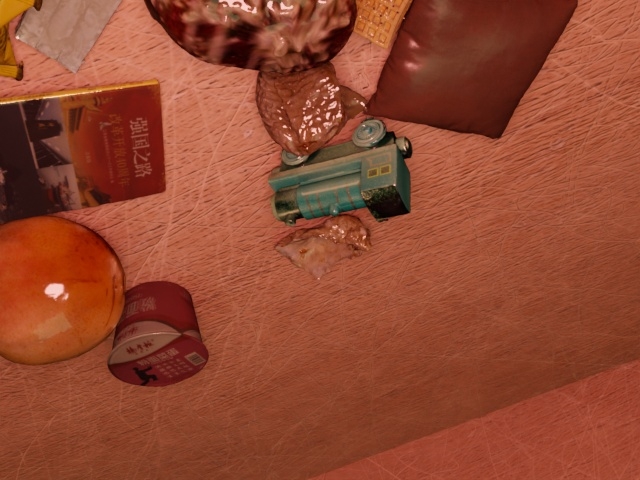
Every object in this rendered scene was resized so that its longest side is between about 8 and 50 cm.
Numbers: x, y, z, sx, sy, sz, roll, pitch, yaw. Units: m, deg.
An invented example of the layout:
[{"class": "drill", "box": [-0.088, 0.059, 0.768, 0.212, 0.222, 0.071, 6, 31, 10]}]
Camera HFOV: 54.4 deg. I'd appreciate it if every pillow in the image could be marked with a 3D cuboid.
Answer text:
[{"class": "pillow", "box": [0.267, -0.335, 1.153, 0.308, 0.108, 0.305, 6, 134, -17]}]

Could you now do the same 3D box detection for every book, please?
[{"class": "book", "box": [-0.473, -0.155, 1.134, 0.374, 0.028, 0.262, -13, 139, -22]}]

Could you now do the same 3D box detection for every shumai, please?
[{"class": "shumai", "box": [-0.009, -0.245, 1.131, 0.166, 0.206, 0.175, -30, 159, 25]}]

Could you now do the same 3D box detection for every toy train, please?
[{"class": "toy train", "box": [0.036, -0.120, 1.232, 0.298, 0.194, 0.120, -11, 142, 22]}]

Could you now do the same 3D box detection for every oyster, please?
[{"class": "oyster", "box": [0.014, 0.004, 1.483, 0.233, 0.107, 0.161, -14, 148, 27]}]

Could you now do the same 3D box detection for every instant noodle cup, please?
[{"class": "instant noodle cup", "box": [-0.399, 0.223, 1.521, 0.235, 0.178, 0.234, -9, 139, -8]}]

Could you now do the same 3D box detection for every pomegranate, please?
[{"class": "pomegranate", "box": [-0.560, 0.100, 1.260, 0.319, 0.319, 0.319, -9, 139, -8]}]

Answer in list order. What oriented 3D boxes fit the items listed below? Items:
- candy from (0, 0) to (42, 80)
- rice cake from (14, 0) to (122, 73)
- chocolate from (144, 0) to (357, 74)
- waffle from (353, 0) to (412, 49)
[{"class": "candy", "box": [-0.510, -0.313, 0.893, 0.187, 0.081, 0.297, 14, 160, -26]}, {"class": "rice cake", "box": [-0.379, -0.370, 0.969, 0.211, 0.038, 0.124, -38, 134, 25]}, {"class": "chocolate", "box": [-0.095, -0.365, 0.935, 0.340, 0.210, 0.225, 0, 139, -17]}, {"class": "waffle", "box": [0.103, -0.408, 1.037, 0.102, 0.042, 0.148, 31, 131, 4]}]
